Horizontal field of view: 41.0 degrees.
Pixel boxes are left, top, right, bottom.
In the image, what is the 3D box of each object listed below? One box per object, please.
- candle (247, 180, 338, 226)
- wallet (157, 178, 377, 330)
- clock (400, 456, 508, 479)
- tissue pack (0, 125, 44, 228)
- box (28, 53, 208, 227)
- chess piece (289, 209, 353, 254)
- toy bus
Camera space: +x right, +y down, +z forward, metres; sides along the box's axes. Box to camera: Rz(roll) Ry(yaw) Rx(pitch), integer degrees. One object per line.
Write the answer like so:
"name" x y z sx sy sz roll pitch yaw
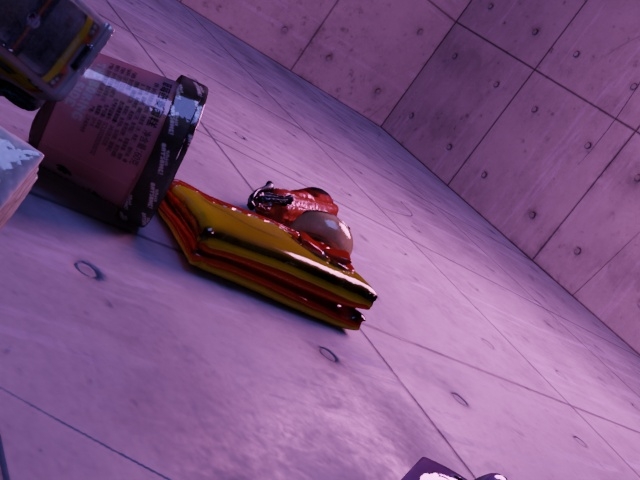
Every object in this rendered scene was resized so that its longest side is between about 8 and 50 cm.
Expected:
"candle" -0.038 -0.050 1.200 0.084 0.059 0.302 27 8 19
"wallet" -0.056 0.009 0.931 0.241 0.067 0.141 25 15 -38
"clock" 0.052 0.177 0.514 0.050 0.110 0.153 43 13 14
"tissue pack" -0.303 -0.060 0.356 0.325 0.170 0.071 34 -29 -8
"box" -0.198 -0.105 0.810 0.135 0.151 0.151 23 16 -16
"chess piece" 0.000 0.000 1.070 0.084 0.084 0.038 33 52 -11
"toy bus" -0.281 -0.175 0.727 0.268 0.092 0.106 14 -23 49
